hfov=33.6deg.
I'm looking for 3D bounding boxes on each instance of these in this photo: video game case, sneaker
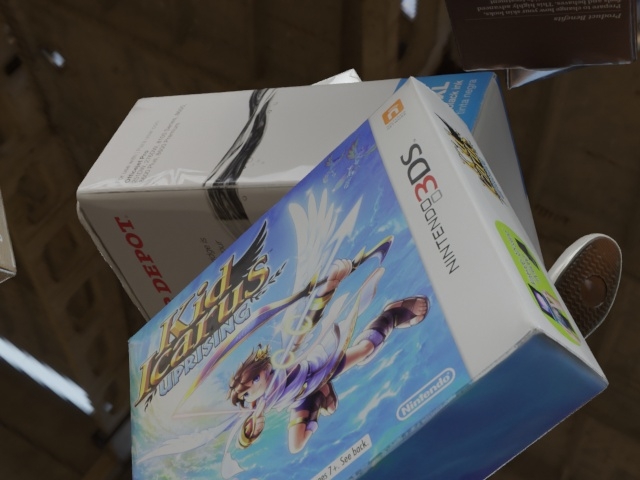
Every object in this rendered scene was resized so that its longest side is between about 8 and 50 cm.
[{"bbox_3d":[-0.002,0.066,0.597,0.269,0.244,0.061,-42,-59,18],"label":"video game case"},{"bbox_3d":[0.304,0.113,1.464,0.106,0.290,0.123,33,-5,-20],"label":"sneaker"}]

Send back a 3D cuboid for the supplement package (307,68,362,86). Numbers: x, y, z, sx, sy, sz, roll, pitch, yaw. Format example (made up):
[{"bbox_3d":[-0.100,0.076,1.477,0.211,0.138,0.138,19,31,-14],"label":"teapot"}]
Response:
[{"bbox_3d":[-0.023,-0.092,1.551,0.204,0.261,0.145,61,-13,26],"label":"supplement package"}]

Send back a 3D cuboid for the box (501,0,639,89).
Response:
[{"bbox_3d":[0.366,-0.374,1.417,0.294,0.183,0.296,-16,-19,6],"label":"box"}]

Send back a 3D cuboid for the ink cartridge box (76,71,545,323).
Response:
[{"bbox_3d":[0.000,0.000,1.066,0.394,0.166,0.285,0,-45,25],"label":"ink cartridge box"}]

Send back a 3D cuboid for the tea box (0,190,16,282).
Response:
[{"bbox_3d":[-0.394,-0.110,0.639,0.220,0.329,0.323,-28,-28,18],"label":"tea box"}]

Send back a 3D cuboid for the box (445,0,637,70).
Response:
[{"bbox_3d":[0.206,-0.323,1.022,0.191,0.143,0.381,0,-26,17],"label":"box"}]
